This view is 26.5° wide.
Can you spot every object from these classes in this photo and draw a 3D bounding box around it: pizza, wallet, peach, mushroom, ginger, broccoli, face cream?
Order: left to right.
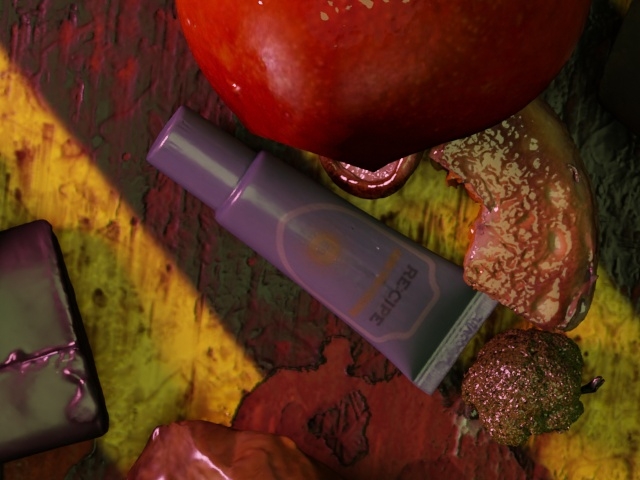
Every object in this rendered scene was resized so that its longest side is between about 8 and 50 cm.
[{"bbox_3d":[-0.433,0.139,1.355,0.406,0.062,0.228,-16,84,-1],"label":"wallet"},{"bbox_3d":[-0.051,0.305,1.352,0.223,0.269,0.200,20,118,-43],"label":"ginger"},{"bbox_3d":[0.000,0.000,1.377,0.385,0.086,0.136,35,93,-11],"label":"face cream"},{"bbox_3d":[0.055,-0.102,1.372,0.123,0.052,0.123,-1,88,29],"label":"mushroom"},{"bbox_3d":[0.051,-0.242,1.200,0.388,0.388,0.388,0,96,-4],"label":"peach"},{"bbox_3d":[0.194,-0.048,1.379,0.161,0.085,0.306,-18,93,-7],"label":"pizza"},{"bbox_3d":[0.212,0.150,1.393,0.131,0.130,0.120,-44,137,-8],"label":"broccoli"}]

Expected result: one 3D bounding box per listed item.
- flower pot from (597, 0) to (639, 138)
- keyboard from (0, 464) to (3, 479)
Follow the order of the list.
[{"bbox_3d":[0.374,-0.180,1.320,0.166,0.269,0.269,26,94,17],"label":"flower pot"},{"bbox_3d":[-0.379,0.257,1.409,0.106,0.016,0.262,0,96,-3],"label":"keyboard"}]
